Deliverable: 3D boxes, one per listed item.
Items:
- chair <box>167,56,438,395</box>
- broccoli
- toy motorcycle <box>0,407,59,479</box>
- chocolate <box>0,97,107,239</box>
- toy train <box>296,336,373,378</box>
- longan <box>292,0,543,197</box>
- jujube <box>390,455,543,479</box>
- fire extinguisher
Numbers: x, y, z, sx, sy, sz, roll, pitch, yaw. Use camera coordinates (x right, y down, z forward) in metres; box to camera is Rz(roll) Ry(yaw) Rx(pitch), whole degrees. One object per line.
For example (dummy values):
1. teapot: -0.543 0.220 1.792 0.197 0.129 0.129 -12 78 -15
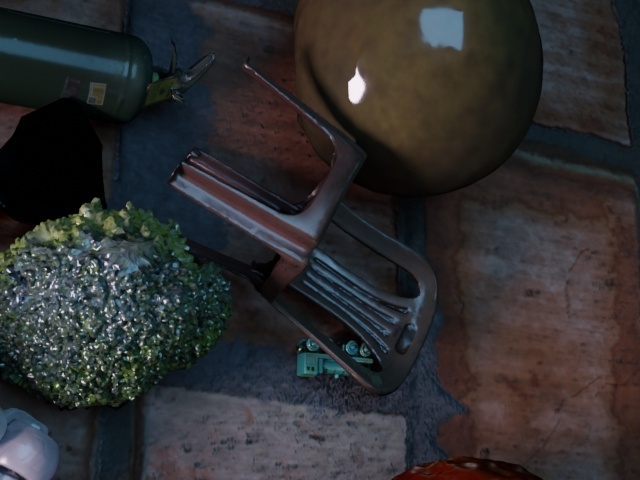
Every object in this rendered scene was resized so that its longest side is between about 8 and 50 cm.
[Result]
1. chair: 0.000 0.000 1.470 0.326 0.183 0.176 31 59 -6
2. broccoli: -0.215 0.065 1.369 0.176 0.226 0.198 -42 118 -50
3. toy motorcycle: -0.346 0.149 1.301 0.254 0.112 0.112 32 61 -15
4. chocolate: -0.274 -0.058 1.433 0.125 0.080 0.149 41 51 -22
5. toy train: 0.016 0.126 1.545 0.092 0.029 0.045 8 76 -26
6. longan: 0.102 -0.191 1.560 0.297 0.297 0.297 9 68 -24
7. jujube: 0.143 0.319 1.422 0.213 0.232 0.213 7 74 -24
8. fire extinguisher: -0.267 -0.182 1.461 0.311 0.114 0.095 11 34 -25
